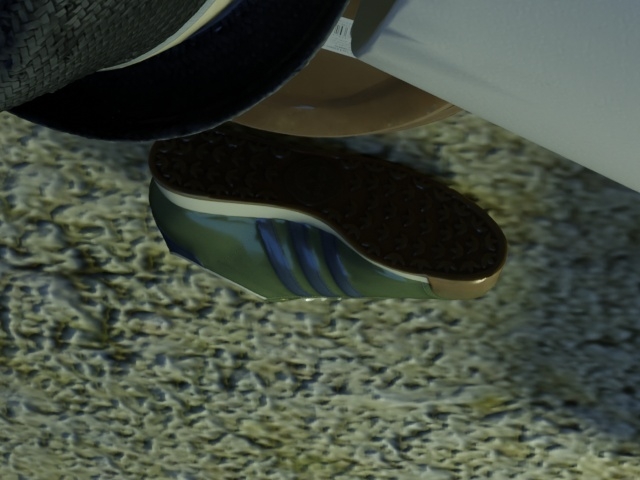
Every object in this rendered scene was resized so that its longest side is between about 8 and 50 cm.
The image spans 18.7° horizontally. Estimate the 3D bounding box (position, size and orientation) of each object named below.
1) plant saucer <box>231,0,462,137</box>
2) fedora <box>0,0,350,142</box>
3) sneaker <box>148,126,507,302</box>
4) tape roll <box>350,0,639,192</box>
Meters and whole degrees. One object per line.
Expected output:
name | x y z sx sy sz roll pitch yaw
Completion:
plant saucer | -0.015 -0.147 0.897 0.278 0.041 0.278 9 137 9
fedora | -0.131 -0.167 0.778 0.334 0.152 0.334 13 125 19
sneaker | 0.000 0.000 1.032 0.192 0.064 0.086 17 145 3
tape roll | 0.137 -0.140 0.697 0.169 0.246 0.246 24 137 -6
